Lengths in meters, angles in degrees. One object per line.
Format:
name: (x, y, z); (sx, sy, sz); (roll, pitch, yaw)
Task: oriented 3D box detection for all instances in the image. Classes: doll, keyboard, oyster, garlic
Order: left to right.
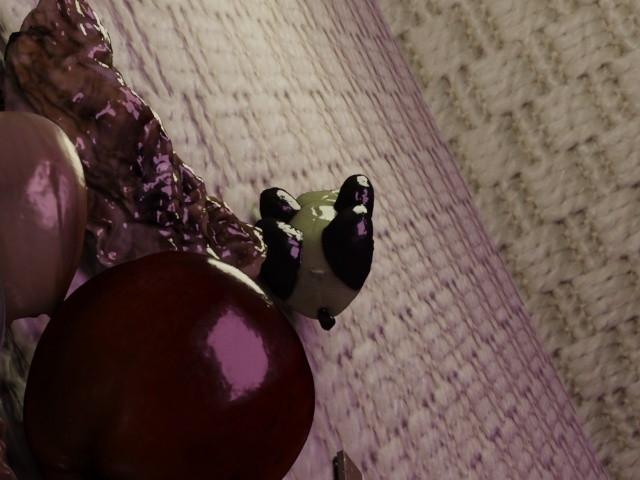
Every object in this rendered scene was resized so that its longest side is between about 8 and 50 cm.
garlic: (-0.243, -0.044, 1.114); (0.128, 0.115, 0.206); (37, 28, -43)
oyster: (-0.185, -0.093, 1.342); (0.351, 0.115, 0.238); (64, 17, -1)
doll: (-0.002, 0.001, 1.723); (0.234, 0.144, 0.135); (-85, 169, -60)
keyboard: (0.034, 0.310, 1.568); (0.055, 0.017, 0.166); (56, 18, -36)

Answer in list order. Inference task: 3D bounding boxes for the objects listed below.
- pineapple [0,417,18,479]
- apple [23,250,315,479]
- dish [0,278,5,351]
pineapple: (-0.212, 0.232, 0.696); (0.202, 0.202, 0.362); (-75, 153, -65)
apple: (-0.117, 0.121, 1.076); (0.234, 0.234, 0.234); (53, 20, -30)
dish: (-0.278, 0.035, 0.832); (0.303, 0.120, 0.303); (-17, 90, -72)
